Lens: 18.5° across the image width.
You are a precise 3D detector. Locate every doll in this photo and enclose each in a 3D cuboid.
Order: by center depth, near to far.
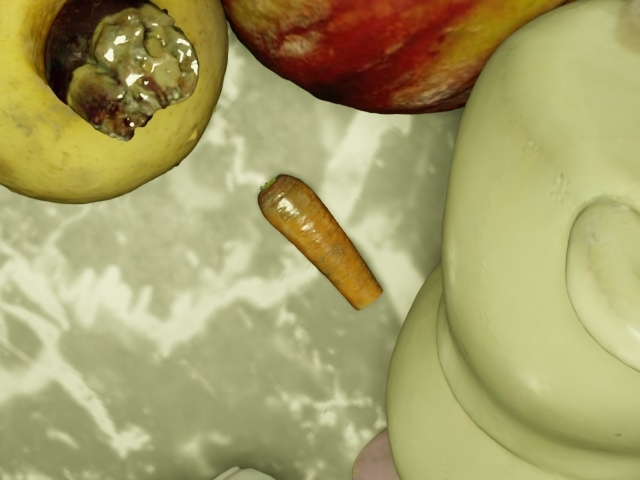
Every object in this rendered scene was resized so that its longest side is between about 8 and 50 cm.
[{"bbox_3d":[0.149,0.037,1.011,0.215,0.370,0.226,25,62,7],"label":"doll"}]

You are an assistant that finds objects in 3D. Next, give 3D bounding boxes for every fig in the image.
[{"bbox_3d":[0.056,-0.180,1.038,0.263,0.224,0.224,0,95,16],"label":"fig"}]

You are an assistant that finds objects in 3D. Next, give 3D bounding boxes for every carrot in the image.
[{"bbox_3d":[0.000,0.000,1.141,0.032,0.032,0.093,-40,99,1],"label":"carrot"}]

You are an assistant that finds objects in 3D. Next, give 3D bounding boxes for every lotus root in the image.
[{"bbox_3d":[-0.131,-0.102,0.989,0.183,0.310,0.182,-2,98,-17],"label":"lotus root"}]

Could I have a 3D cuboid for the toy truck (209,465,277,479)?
[{"bbox_3d":[-0.022,0.302,1.073,0.178,0.176,0.363,-32,89,21],"label":"toy truck"}]
